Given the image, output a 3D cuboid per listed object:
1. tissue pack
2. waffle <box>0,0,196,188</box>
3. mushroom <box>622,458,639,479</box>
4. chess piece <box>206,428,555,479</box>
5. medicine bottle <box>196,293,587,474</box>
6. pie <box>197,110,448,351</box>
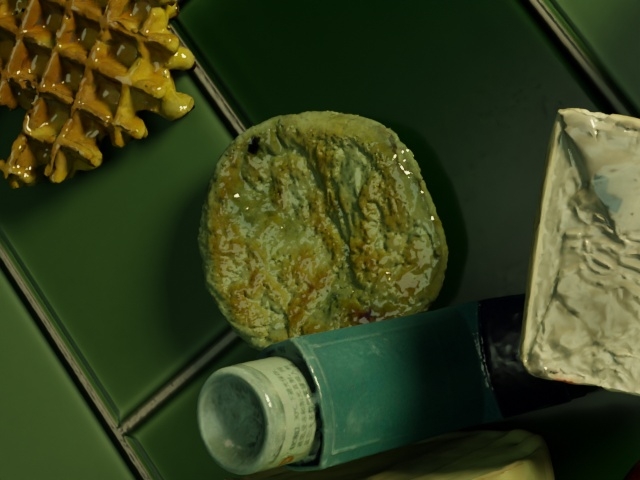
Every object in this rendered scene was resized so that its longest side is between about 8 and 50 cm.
[{"bbox_3d":[0.186,0.005,0.892,0.092,0.196,0.148,10,95,25],"label":"tissue pack"},{"bbox_3d":[-0.207,-0.158,1.157,0.228,0.051,0.232,-21,81,25],"label":"waffle"},{"bbox_3d":[0.287,0.260,0.814,0.345,0.259,0.345,1,92,21],"label":"mushroom"},{"bbox_3d":[0.072,0.349,0.944,0.234,0.234,0.442,-11,93,25],"label":"chess piece"},{"bbox_3d":[0.046,0.086,0.946,0.124,0.258,0.079,-14,85,44],"label":"medicine bottle"},{"bbox_3d":[0.000,0.000,1.067,0.187,0.041,0.187,0,90,25],"label":"pie"}]
